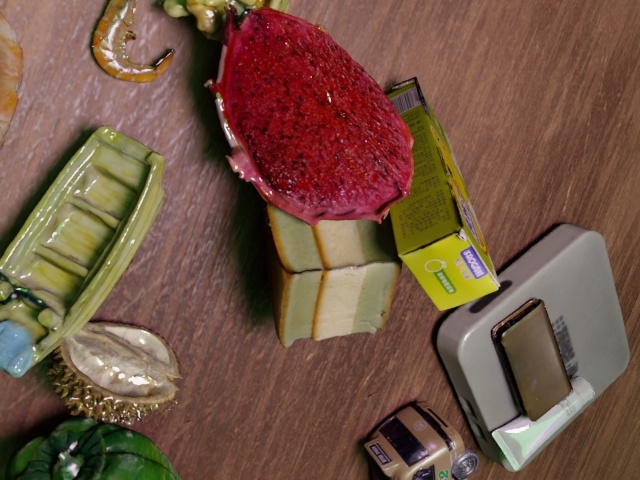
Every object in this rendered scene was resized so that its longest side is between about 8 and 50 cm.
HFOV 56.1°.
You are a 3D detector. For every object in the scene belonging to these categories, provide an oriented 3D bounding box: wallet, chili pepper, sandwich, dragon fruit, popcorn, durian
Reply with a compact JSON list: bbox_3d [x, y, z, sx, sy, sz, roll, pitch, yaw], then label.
[{"bbox_3d":[0.363,0.206,1.021,0.110,0.031,0.198,-32,112,-17],"label":"wallet"},{"bbox_3d":[-0.253,0.370,0.760,0.213,0.167,0.385,-16,125,-9],"label":"chili pepper"},{"bbox_3d":[0.001,0.000,0.799,0.155,0.227,0.198,-5,144,-8],"label":"sandwich"},{"bbox_3d":[-0.019,-0.130,0.684,0.274,0.161,0.126,49,34,-2],"label":"dragon fruit"},{"bbox_3d":[-0.091,-0.289,0.679,0.141,0.162,0.136,9,64,-54],"label":"popcorn"},{"bbox_3d":[-0.260,0.156,0.715,0.188,0.148,0.091,38,112,-11],"label":"durian"}]

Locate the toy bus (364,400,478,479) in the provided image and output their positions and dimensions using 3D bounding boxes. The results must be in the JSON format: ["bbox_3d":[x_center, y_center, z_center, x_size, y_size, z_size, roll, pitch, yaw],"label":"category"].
[{"bbox_3d":[0.171,0.433,1.031,0.157,0.139,0.290,-18,116,-19],"label":"toy bus"}]

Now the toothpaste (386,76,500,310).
[{"bbox_3d":[0.133,-0.072,0.757,0.077,0.327,0.110,-25,129,19],"label":"toothpaste"}]

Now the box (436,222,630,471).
[{"bbox_3d":[0.409,0.202,1.124,0.367,0.090,0.373,-35,119,-15],"label":"box"}]

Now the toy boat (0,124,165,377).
[{"bbox_3d":[-0.271,0.011,0.663,0.111,0.084,0.276,29,82,3],"label":"toy boat"}]

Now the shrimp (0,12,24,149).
[{"bbox_3d":[-0.404,-0.103,0.588,0.164,0.062,0.317,17,91,-28],"label":"shrimp"}]

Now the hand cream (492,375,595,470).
[{"bbox_3d":[0.401,0.317,1.074,0.205,0.050,0.078,-32,90,-15],"label":"hand cream"}]

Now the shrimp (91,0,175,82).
[{"bbox_3d":[-0.205,-0.242,0.677,0.091,0.025,0.127,7,105,-31],"label":"shrimp"}]
